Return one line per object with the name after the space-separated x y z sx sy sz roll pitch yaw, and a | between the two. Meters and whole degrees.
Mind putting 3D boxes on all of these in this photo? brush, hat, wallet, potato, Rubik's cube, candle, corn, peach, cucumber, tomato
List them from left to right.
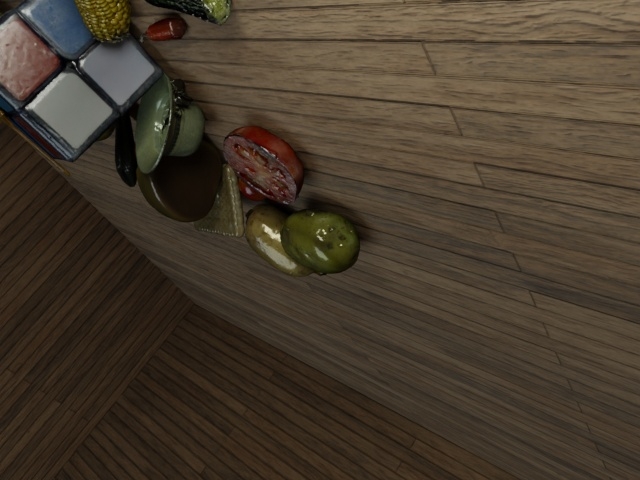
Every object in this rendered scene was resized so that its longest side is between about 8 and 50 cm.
-0.710 -0.250 1.545 0.272 0.013 0.103 46 165 -24 | brush
-0.621 -0.401 1.522 0.316 0.313 0.318 48 162 -27 | Rubik's cube
-0.452 -0.522 1.276 0.115 0.115 0.318 33 159 13 | corn
-0.574 -0.296 1.910 0.052 0.246 0.168 -5 166 -6 | wallet
-0.336 -0.436 1.357 0.053 0.048 0.162 30 170 -38 | candle
-0.360 -0.282 1.598 0.130 0.258 0.257 6 180 -33 | hat
-0.264 -0.450 1.174 0.245 0.067 0.067 26 158 33 | cucumber
-0.188 -0.142 1.762 0.098 0.061 0.098 27 154 14 | peach
-0.121 -0.187 1.502 0.224 0.085 0.225 33 157 16 | tomato
-0.001 -0.001 1.623 0.197 0.149 0.228 26 164 -8 | potato

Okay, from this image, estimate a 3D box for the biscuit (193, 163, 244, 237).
-0.317 -0.123 1.928 0.324 0.044 0.217 6 108 56 | biscuit

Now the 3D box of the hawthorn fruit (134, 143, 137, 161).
-0.468 -0.261 1.872 0.194 0.157 0.157 47 165 20 | hawthorn fruit

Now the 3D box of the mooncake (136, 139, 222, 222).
-0.388 -0.172 1.751 0.117 0.235 0.235 18 153 48 | mooncake

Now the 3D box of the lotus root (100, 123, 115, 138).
-0.725 -0.386 2.041 0.154 0.154 0.278 42 160 -14 | lotus root

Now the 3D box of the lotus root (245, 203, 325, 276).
-0.095 0.010 1.824 0.284 0.160 0.146 32 123 2 | lotus root

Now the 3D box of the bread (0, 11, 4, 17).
-0.994 -0.565 1.979 0.320 0.237 0.321 20 147 14 | bread
